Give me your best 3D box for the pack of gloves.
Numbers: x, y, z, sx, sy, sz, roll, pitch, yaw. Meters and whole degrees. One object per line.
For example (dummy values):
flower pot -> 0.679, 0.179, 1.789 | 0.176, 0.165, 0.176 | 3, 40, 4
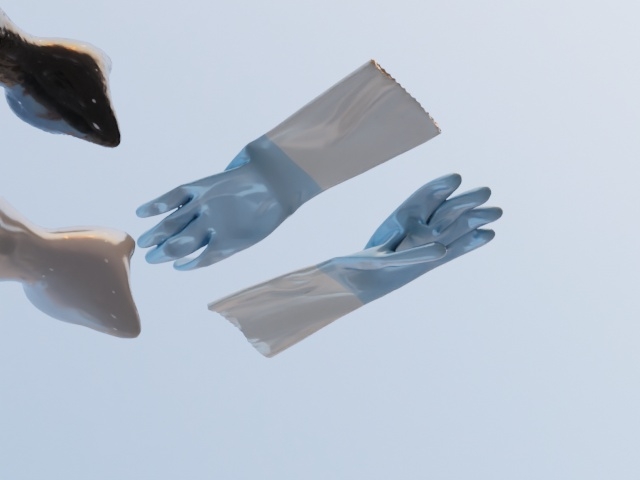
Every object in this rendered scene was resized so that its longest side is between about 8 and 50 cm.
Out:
pack of gloves -> 0.000, 0.000, 1.090 | 0.195, 0.232, 0.046 | 40, -150, -40

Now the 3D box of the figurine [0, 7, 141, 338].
figurine -> -0.183, -0.051, 0.897 | 0.209, 0.092, 0.215 | 22, -129, -50
